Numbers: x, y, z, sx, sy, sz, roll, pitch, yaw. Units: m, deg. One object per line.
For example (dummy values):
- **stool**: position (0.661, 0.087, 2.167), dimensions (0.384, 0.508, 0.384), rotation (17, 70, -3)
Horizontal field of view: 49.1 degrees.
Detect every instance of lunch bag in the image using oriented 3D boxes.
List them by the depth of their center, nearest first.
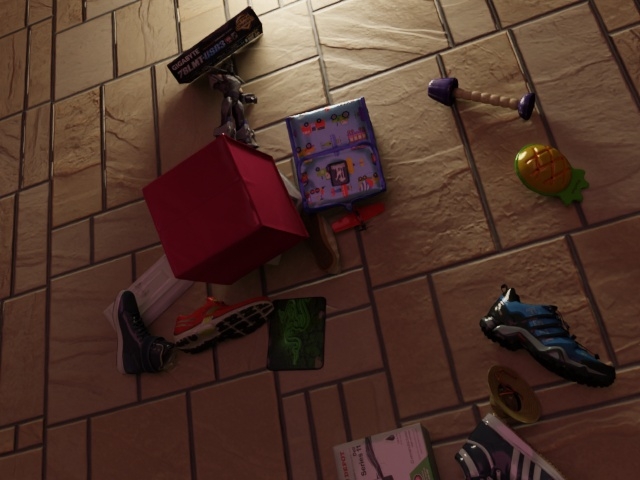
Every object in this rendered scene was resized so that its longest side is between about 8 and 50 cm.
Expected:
- **lunch bag**: position (0.047, -0.200, 1.851), dimensions (0.220, 0.138, 0.293), rotation (-14, 64, 8)

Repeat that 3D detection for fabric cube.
- **fabric cube**: position (-0.229, -0.067, 1.713), dimensions (0.258, 0.254, 0.259), rotation (-31, 72, 19)

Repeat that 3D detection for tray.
- **tray**: position (-0.482, 0.150, 1.949), dimensions (0.270, 0.030, 0.145), rotation (-44, 59, -3)

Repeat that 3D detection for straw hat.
- **straw hat**: position (0.399, 0.345, 1.511), dimensions (0.061, 0.144, 0.145), rotation (-55, 52, 35)

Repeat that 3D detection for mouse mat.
- **mouse mat**: position (-0.060, 0.234, 1.768), dimensions (0.152, 0.007, 0.190), rotation (-6, 64, 18)

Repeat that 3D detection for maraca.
- **maraca**: position (0.552, -0.159, 1.675), dimensions (0.185, 0.099, 0.127), rotation (30, 74, 4)

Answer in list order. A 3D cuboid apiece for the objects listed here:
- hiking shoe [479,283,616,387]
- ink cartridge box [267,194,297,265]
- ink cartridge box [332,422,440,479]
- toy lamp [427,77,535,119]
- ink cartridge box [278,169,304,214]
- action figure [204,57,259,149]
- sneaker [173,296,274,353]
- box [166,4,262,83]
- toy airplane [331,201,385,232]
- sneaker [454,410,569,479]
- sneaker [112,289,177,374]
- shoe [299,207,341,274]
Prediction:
- **hiking shoe**: position (0.499, 0.203, 1.513), dimensions (0.304, 0.113, 0.132), rotation (27, 79, 28)
- **ink cartridge box**: position (-0.159, -0.043, 1.863), dimensions (0.139, 0.082, 0.191), rotation (16, 90, 25)
- **ink cartridge box**: position (0.144, 0.501, 1.521), dimensions (0.208, 0.087, 0.153), rotation (-19, 61, 12)
- **toy lamp**: position (0.414, -0.375, 1.833), dimensions (0.274, 0.080, 0.080), rotation (16, 73, 27)
- **ink cartridge box**: position (-0.130, -0.086, 1.934), dimensions (0.179, 0.045, 0.145), rotation (-51, 59, 14)
- **action figure**: position (-0.256, -0.400, 2.048), dimensions (0.099, 0.185, 0.285), rotation (-16, 76, 39)
- **sneaker**: position (-0.258, 0.190, 1.810), dimensions (0.278, 0.107, 0.118), rotation (-20, 51, 7)
- **box**: position (-0.307, -0.576, 2.092), dimensions (0.293, 0.295, 0.073), rotation (-35, 103, 4)
- **toy airplane**: position (0.091, -0.084, 1.839), dimensions (0.151, 0.028, 0.151), rotation (-7, 56, 10)
- **sneaker**: position (0.399, 0.496, 1.421), dimensions (0.153, 0.099, 0.282), rotation (-42, 52, -8)
- **sneaker**: position (-0.456, 0.238, 1.839), dimensions (0.163, 0.086, 0.226), rotation (-5, 90, 25)
- **shoe**: position (0.000, 0.000, 1.831), dimensions (0.076, 0.058, 0.219), rotation (-38, 53, 24)
